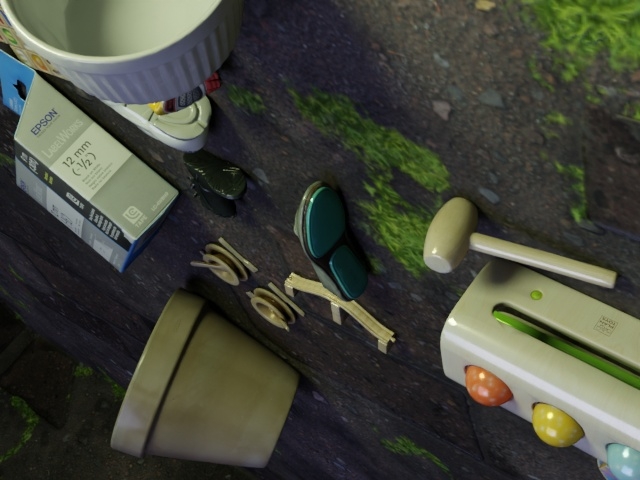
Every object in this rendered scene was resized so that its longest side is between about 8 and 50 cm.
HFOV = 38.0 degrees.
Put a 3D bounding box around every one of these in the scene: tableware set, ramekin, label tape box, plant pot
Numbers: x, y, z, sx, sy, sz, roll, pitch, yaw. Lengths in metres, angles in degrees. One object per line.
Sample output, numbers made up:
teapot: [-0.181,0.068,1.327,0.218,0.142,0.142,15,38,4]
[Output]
tableware set: [-0.122,0.082,1.522,0.194,0.039,0.128,43,157,-9]
ramekin: [-0.164,-0.217,0.812,0.207,0.207,0.109,33,165,15]
label tape box: [-0.405,-0.118,1.478,0.348,0.115,0.249,39,159,-5]
plant pot: [-0.198,0.285,1.742,0.280,0.323,0.323,21,157,-1]

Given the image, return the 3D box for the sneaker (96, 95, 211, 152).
sneaker: [-0.238,-0.188,1.136,0.235,0.090,0.095,40,167,1]

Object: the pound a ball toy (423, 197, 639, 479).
pound a ball toy: [0.234,0.116,0.913,0.319,0.136,0.208,27,155,26]

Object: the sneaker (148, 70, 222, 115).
sneaker: [-0.194,-0.223,0.956,0.225,0.093,0.088,55,174,-30]

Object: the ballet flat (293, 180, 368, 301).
ballet flat: [0.000,0.000,1.140,0.068,0.072,0.213,28,156,36]

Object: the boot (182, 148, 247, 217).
boot: [-0.134,-0.066,1.253,0.121,0.045,0.099,34,156,31]

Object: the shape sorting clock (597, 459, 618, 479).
shape sorting clock: [0.427,0.307,1.105,0.206,0.040,0.206,33,157,16]

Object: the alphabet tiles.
alphabet tiles: [-0.415,-0.303,1.283,0.237,0.009,0.198,22,153,34]

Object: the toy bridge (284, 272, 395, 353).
toy bridge: [0.029,0.097,1.337,0.188,0.026,0.063,30,155,21]
